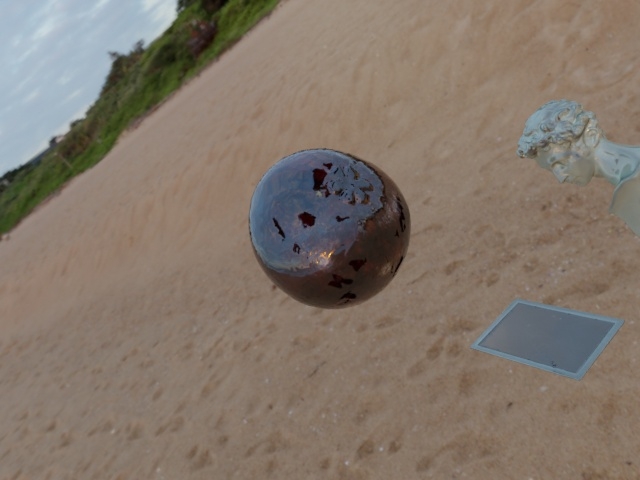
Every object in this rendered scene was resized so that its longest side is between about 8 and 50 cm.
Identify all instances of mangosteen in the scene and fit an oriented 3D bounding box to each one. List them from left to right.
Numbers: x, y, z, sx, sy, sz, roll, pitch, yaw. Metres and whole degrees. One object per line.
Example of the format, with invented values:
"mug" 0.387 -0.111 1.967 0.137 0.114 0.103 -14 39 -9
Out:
"mangosteen" 0.000 0.000 0.847 0.235 0.235 0.261 -56 -3 -38

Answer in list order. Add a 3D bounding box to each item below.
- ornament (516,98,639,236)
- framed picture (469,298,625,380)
"ornament" 0.464 -0.128 0.945 0.130 0.285 0.120 -53 -10 -31
"framed picture" 0.554 0.238 1.437 0.232 0.019 0.296 -35 27 -30
